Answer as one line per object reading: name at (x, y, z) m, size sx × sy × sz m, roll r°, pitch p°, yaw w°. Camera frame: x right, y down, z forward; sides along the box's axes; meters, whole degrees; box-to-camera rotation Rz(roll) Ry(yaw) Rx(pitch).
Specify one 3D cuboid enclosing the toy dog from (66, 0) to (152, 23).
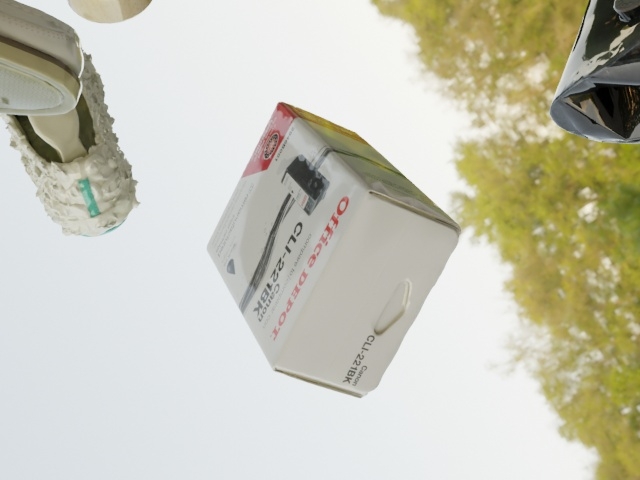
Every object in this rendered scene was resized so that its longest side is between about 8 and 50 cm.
toy dog at (-0.263, -0.323, 0.836) m, size 0.333 × 0.161 × 0.220 m, roll 50°, pitch 154°, yaw 44°

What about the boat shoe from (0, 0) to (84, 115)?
boat shoe at (-0.286, -0.165, 0.601) m, size 0.113 × 0.302 × 0.103 m, roll 102°, pitch -175°, yaw -71°

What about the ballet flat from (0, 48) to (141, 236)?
ballet flat at (-0.333, -0.176, 1.181) m, size 0.147 × 0.147 × 0.409 m, roll 29°, pitch -160°, yaw -52°

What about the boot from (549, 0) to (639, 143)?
boot at (0.309, -0.285, 0.965) m, size 0.146 × 0.367 × 0.445 m, roll 30°, pitch -117°, yaw -29°

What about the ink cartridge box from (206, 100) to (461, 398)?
ink cartridge box at (0.000, 0.000, 0.977) m, size 0.114 × 0.197 × 0.273 m, roll 20°, pitch -164°, yaw -29°
